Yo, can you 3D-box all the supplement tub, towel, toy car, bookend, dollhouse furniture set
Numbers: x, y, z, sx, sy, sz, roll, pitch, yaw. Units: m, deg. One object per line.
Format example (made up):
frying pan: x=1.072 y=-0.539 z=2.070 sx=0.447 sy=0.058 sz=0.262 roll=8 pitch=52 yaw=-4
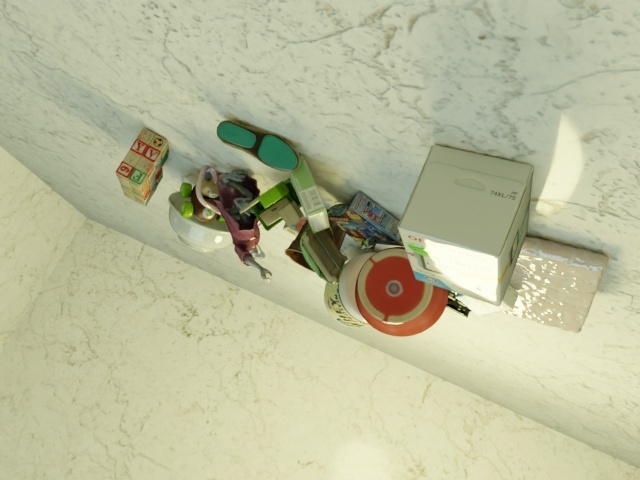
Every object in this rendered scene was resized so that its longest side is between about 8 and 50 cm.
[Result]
supplement tub: x=0.144 y=0.180 z=1.915 sx=0.235 sy=0.235 sz=0.325 roll=28 pitch=163 yaw=-6
towel: x=0.490 y=0.090 z=1.345 sx=0.332 sy=0.053 sz=0.317 roll=15 pitch=148 yaw=24
toy car: x=-0.359 y=-0.161 z=1.827 sx=0.155 sy=0.149 sz=0.188 roll=8 pitch=147 yaw=-32
bookend: x=0.439 y=0.171 z=1.733 sx=0.157 sy=0.072 sz=0.156 roll=27 pitch=163 yaw=-6
dollhouse furniture set: x=-0.075 y=-0.002 z=1.509 sx=0.301 sy=0.151 sz=0.197 roll=56 pitch=-161 yaw=-7

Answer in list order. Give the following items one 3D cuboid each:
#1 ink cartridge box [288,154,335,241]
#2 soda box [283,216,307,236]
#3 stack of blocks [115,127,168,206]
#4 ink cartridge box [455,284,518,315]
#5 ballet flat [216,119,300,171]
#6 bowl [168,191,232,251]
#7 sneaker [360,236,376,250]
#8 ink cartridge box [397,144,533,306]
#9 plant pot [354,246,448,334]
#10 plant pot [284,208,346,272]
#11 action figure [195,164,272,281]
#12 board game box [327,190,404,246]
ink cartridge box: x=-0.024 y=-0.098 z=1.470 sx=0.235 sy=0.056 sz=0.171 roll=76 pitch=172 yaw=-68
soda box: x=-0.032 y=-0.022 z=1.873 sx=0.183 sy=0.058 sz=0.063 roll=31 pitch=163 yaw=-18
stack of blocks: x=-0.588 y=-0.237 z=1.852 sx=0.087 sy=0.171 sz=0.297 roll=29 pitch=164 yaw=-8
ink cartridge box: x=0.414 y=0.136 z=1.379 sx=0.088 sy=0.052 sz=0.122 roll=39 pitch=149 yaw=-15
ballet flat: x=-0.148 y=-0.240 z=1.388 sx=0.232 sy=0.080 sz=0.073 roll=28 pitch=-173 yaw=7
bowl: x=-0.425 y=-0.051 z=1.996 sx=0.298 sy=0.134 sz=0.298 roll=24 pitch=-161 yaw=-9
sneaker: x=0.142 y=0.011 z=1.561 sx=0.035 sy=0.031 sz=0.083 roll=17 pitch=171 yaw=-16
ink cartridge box: x=0.299 y=-0.025 z=1.121 sx=0.198 sy=0.197 sz=0.270 roll=18 pitch=161 yaw=25
plant pot: x=0.214 y=0.134 z=1.526 sx=0.275 sy=0.275 sz=0.243 roll=22 pitch=177 yaw=14
plant pot: x=0.000 y=0.000 z=1.705 sx=0.167 sy=0.165 sz=0.167 roll=24 pitch=163 yaw=8
action figure: x=-0.257 y=-0.034 z=1.784 sx=0.275 sy=0.248 sz=0.370 roll=13 pitch=149 yaw=6
board game box: x=0.117 y=-0.063 z=1.525 sx=0.194 sy=0.060 sz=0.194 roll=7 pitch=154 yaw=48
